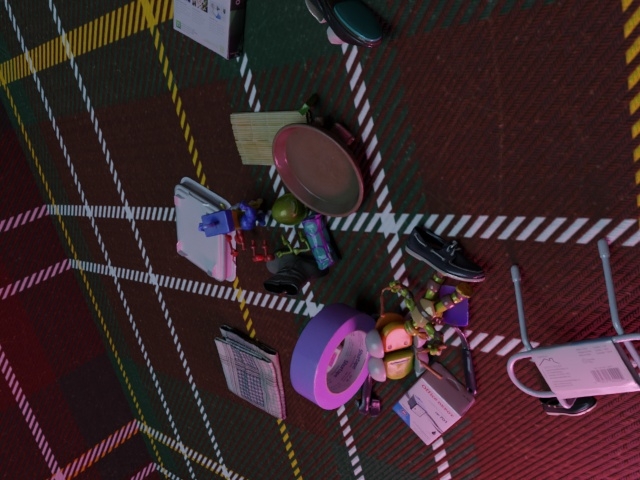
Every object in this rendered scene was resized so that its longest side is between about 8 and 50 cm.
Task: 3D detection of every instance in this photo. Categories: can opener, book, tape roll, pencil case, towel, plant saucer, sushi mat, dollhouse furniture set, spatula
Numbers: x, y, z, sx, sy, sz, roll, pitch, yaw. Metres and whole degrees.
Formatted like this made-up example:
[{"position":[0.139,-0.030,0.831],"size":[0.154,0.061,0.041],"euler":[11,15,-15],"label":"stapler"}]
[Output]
[{"position":[0.139,0.449,1.766],"size":[0.059,0.073,0.186],"euler":[-112,17,-64],"label":"can opener"},{"position":[0.014,0.352,1.843],"size":[0.096,0.035,0.144],"euler":[38,136,19],"label":"book"},{"position":[0.042,0.312,1.598],"size":[0.090,0.274,0.275],"euler":[21,127,37],"label":"tape roll"},{"position":[0.000,0.000,1.612],"size":[0.070,0.064,0.152],"euler":[4,118,62],"label":"pencil case"},{"position":[-0.264,0.494,2.197],"size":[0.312,0.056,0.324],"euler":[18,125,38],"label":"towel"},{"position":[-0.003,-0.179,1.480],"size":[0.277,0.041,0.278],"euler":[28,144,23],"label":"plant saucer"},{"position":[-0.130,-0.278,1.609],"size":[0.316,0.019,0.151],"euler":[10,121,43],"label":"sushi mat"},{"position":[0.018,-0.286,1.450],"size":[0.151,0.058,0.076],"euler":[40,133,-7],"label":"dollhouse furniture set"},{"position":[0.347,0.250,1.435],"size":[0.084,0.030,0.297],"euler":[4,117,50],"label":"spatula"}]

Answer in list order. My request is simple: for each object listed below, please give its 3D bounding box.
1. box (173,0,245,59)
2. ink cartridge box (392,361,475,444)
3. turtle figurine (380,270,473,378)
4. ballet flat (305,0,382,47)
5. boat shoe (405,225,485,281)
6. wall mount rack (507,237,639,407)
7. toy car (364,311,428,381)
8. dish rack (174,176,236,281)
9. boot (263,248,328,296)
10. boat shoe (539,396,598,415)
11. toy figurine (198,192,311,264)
[{"position":[-0.285,-0.661,1.505],"size":[0.232,0.058,0.322],"euler":[35,136,26],"label":"box"},{"position":[0.297,0.435,1.564],"size":[0.139,0.082,0.191],"euler":[44,139,17],"label":"ink cartridge box"},{"position":[0.267,0.171,1.398],"size":[0.217,0.087,0.269],"euler":[-55,49,31],"label":"turtle figurine"},{"position":[0.036,-0.491,1.261],"size":[0.280,0.095,0.096],"euler":[57,151,18],"label":"ballet flat"},{"position":[0.283,0.029,1.333],"size":[0.206,0.075,0.065],"euler":[29,121,36],"label":"boat shoe"},{"position":[0.513,0.179,1.157],"size":[0.350,0.130,0.304],"euler":[-26,97,50],"label":"wall mount rack"},{"position":[0.190,0.272,1.544],"size":[0.136,0.159,0.182],"euler":[-121,21,-62],"label":"toy car"},{"position":[-0.408,-0.025,2.014],"size":[0.285,0.072,0.333],"euler":[31,132,30],"label":"dish rack"},{"position":[-0.112,0.095,1.710],"size":[0.246,0.161,0.083],"euler":[4,116,44],"label":"boot"},{"position":[0.540,0.353,1.288],"size":[0.042,0.049,0.133],"euler":[53,145,-6],"label":"boat shoe"},{"position":[-0.229,-0.028,1.676],"size":[0.362,0.217,0.191],"euler":[-7,88,41],"label":"toy figurine"}]
